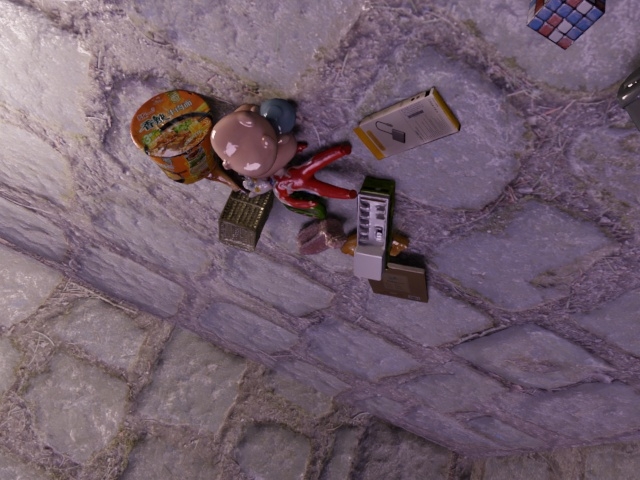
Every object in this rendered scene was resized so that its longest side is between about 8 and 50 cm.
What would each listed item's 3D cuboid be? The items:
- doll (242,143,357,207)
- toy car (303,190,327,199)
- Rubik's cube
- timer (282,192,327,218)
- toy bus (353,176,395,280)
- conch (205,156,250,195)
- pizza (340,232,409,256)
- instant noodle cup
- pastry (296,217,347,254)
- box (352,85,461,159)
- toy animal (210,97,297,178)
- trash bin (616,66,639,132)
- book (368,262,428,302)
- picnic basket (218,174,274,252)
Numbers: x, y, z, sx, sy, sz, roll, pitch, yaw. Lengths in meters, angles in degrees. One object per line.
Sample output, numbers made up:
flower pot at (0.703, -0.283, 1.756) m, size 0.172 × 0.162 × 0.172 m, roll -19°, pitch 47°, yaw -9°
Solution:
doll at (-0.075, -0.184, 1.530) m, size 0.384 × 0.099 × 0.188 m, roll -4°, pitch 101°, yaw 34°
toy car at (-0.026, -0.164, 1.614) m, size 0.122 × 0.035 × 0.059 m, roll 22°, pitch 149°, yaw -17°
Rubik's cube at (0.437, -0.419, 0.928) m, size 0.092 × 0.092 × 0.092 m, roll 27°, pitch 147°, yaw -9°
timer at (-0.049, -0.111, 1.662) m, size 0.140 × 0.047 × 0.128 m, roll 16°, pitch 170°, yaw 14°
toy bus at (0.160, -0.032, 1.566) m, size 0.113 × 0.139 × 0.302 m, roll 10°, pitch 128°, yaw 15°
conch at (-0.325, -0.219, 1.650) m, size 0.232 × 0.086 × 0.080 m, roll 33°, pitch 146°, yaw -16°
pizza at (0.174, 0.007, 1.734) m, size 0.246 × 0.058 × 0.127 m, roll -12°, pitch 134°, yaw 38°
instant noodle cup at (-0.400, -0.282, 1.493) m, size 0.230 × 0.230 × 0.182 m, roll 14°, pitch 156°, yaw 10°
pastry at (0.002, -0.013, 1.753) m, size 0.102 × 0.112 × 0.265 m, roll 7°, pitch 171°, yaw -29°
box at (0.211, -0.286, 1.306) m, size 0.247 × 0.033 × 0.129 m, roll -13°, pitch 135°, yaw 41°
toy animal at (-0.177, -0.251, 1.375) m, size 0.210 × 0.221 × 0.229 m, roll 44°, pitch 136°, yaw -4°
trash bin at (0.664, -0.227, 0.963) m, size 0.176 × 0.236 × 0.101 m, roll -12°, pitch 164°, yaw -34°
book at (0.274, 0.149, 1.869) m, size 0.216 × 0.021 × 0.310 m, roll 9°, pitch 157°, yaw 18°
picnic basket at (-0.242, -0.082, 1.709) m, size 0.134 × 0.196 × 0.154 m, roll 16°, pitch 146°, yaw 2°
